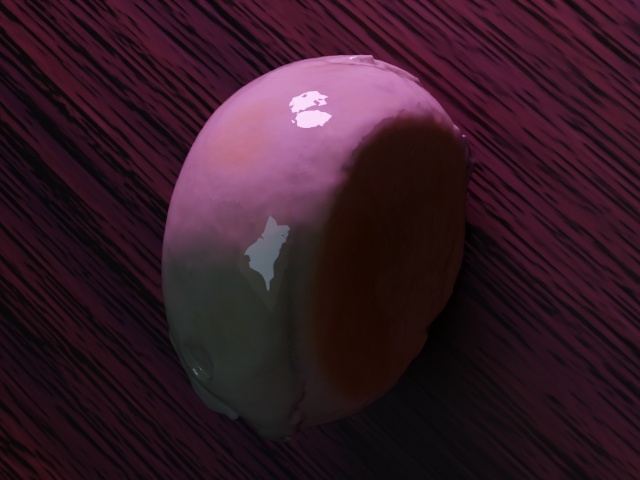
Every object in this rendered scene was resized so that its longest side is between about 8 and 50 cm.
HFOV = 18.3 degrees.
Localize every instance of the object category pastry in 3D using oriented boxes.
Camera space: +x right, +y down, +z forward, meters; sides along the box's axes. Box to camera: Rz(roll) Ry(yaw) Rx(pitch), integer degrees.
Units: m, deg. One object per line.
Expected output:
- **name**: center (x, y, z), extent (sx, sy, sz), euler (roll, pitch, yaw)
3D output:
- **pastry**: center (-0.001, 0.001, 1.320), extent (0.133, 0.265, 0.265), euler (10, 100, 30)
